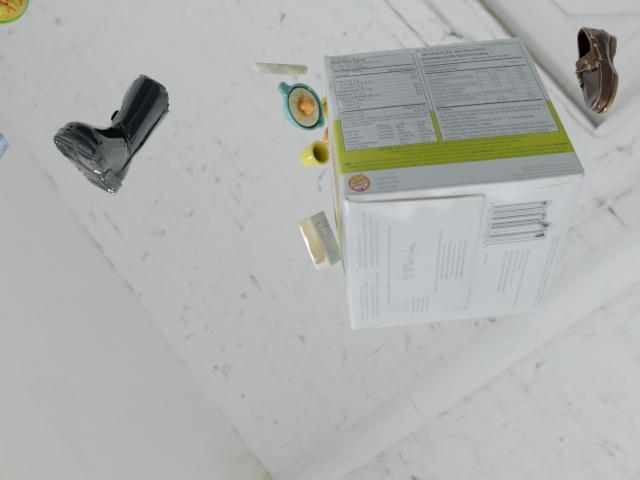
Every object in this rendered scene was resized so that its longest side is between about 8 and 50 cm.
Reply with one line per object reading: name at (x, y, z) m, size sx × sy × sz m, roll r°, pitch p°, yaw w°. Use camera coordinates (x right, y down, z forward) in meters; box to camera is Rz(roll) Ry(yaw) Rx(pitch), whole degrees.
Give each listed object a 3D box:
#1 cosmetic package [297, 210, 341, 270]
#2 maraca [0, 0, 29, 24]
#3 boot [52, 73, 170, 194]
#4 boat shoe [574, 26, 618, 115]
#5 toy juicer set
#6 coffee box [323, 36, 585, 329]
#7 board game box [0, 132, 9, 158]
cosmetic package at (0.000, 0.000, 1.508) m, size 0.060 × 0.041 × 0.115 m, roll -27°, pitch -85°, yaw -56°
maraca at (-0.777, -0.567, 1.672) m, size 0.127 × 0.099 × 0.186 m, roll 42°, pitch -121°, yaw -17°
boot at (-0.356, -0.210, 1.235) m, size 0.094 × 0.246 × 0.207 m, roll 26°, pitch -104°, yaw 5°
boat shoe at (0.512, -0.322, 1.325) m, size 0.073 × 0.073 × 0.207 m, roll 20°, pitch -127°, yaw -8°
toy juicer set at (-0.027, -0.383, 1.959) m, size 0.209 × 0.089 × 0.329 m, roll -38°, pitch -74°, yaw -41°
coffee box at (0.190, -0.092, 1.173) m, size 0.337 × 0.338 × 0.335 m, roll -6°, pitch -130°, yaw -1°
board game box at (-0.709, -0.184, 1.516) m, size 0.020 × 0.090 × 0.090 m, roll 31°, pitch -105°, yaw -8°
